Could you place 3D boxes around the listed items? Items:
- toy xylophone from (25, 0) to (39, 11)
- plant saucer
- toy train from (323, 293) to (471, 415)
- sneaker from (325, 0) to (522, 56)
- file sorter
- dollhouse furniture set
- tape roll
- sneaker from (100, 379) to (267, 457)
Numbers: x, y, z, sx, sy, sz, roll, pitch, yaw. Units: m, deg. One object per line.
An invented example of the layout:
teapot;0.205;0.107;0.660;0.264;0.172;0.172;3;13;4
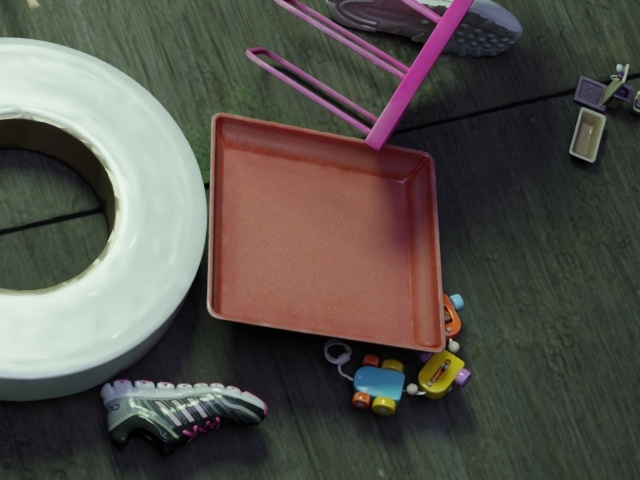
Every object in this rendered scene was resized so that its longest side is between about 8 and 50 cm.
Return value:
toy xylophone;-0.420;-0.313;1.803;0.236;0.081;0.322;30;24;-43
plant saucer;0.000;0.000;1.848;0.258;0.048;0.259;10;56;-16
toy train;0.091;0.125;1.859;0.166;0.046;0.125;-22;60;-16
sneaker;0.125;-0.283;2.004;0.235;0.090;0.095;16;57;-10
file sorter;0.069;-0.271;1.847;0.182;0.202;0.290;32;99;0
dollhouse furniture set;0.341;-0.144;2.004;0.091;0.081;0.114;21;66;-6
tape roll;-0.312;-0.026;1.780;0.392;0.072;0.392;5;64;-11
sneaker;-0.139;0.186;1.763;0.170;0.063;0.075;4;68;-8
